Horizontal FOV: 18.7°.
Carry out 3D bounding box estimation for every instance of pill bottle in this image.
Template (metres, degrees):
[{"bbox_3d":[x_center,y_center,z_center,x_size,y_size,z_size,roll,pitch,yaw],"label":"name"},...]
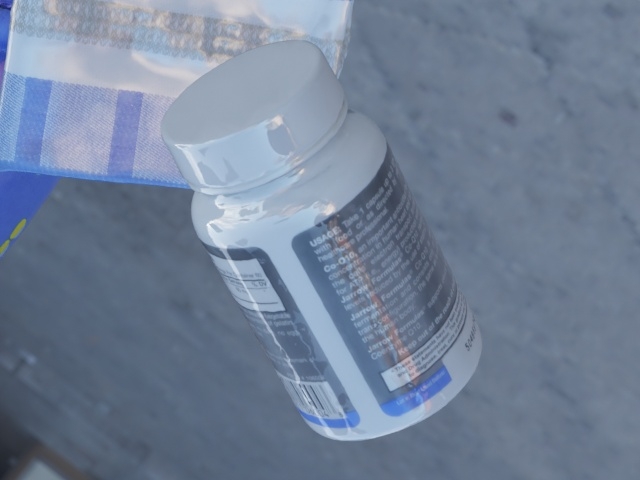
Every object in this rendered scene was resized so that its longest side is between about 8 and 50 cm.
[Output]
[{"bbox_3d":[0.000,0.000,0.718,0.078,0.078,0.137,14,138,52],"label":"pill bottle"}]

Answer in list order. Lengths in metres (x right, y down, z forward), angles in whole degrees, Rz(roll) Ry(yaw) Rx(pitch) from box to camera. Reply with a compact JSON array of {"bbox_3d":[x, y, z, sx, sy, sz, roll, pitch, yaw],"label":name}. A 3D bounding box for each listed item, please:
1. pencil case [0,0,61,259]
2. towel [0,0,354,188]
[{"bbox_3d":[-0.261,-0.032,1.314,0.119,0.306,0.133,21,161,48],"label":"pencil case"},{"bbox_3d":[-0.064,-0.162,1.092,0.209,0.285,0.034,6,-162,-26],"label":"towel"}]
